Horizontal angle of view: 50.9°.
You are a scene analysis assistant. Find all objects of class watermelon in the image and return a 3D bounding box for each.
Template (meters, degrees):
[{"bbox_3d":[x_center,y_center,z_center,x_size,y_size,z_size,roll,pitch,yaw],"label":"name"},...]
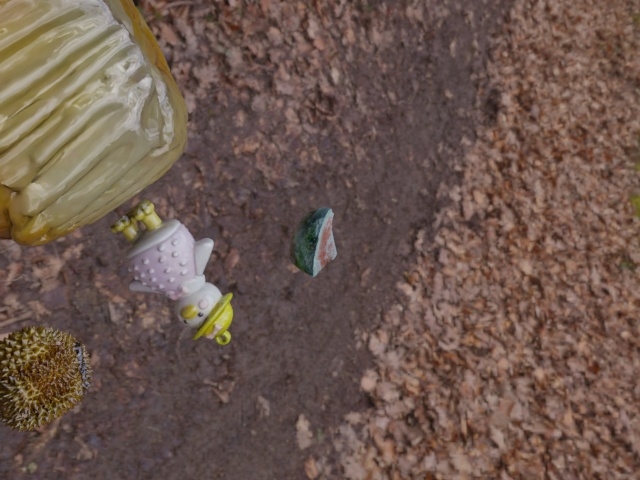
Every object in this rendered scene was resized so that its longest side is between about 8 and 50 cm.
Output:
[{"bbox_3d":[0.000,0.000,0.824,0.061,0.085,0.085,25,60,-33],"label":"watermelon"}]

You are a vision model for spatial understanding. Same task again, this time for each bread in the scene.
[{"bbox_3d":[-0.245,-0.185,0.434,0.388,0.183,0.236,60,1,-4],"label":"bread"}]

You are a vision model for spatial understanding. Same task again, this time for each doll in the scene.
[{"bbox_3d":[-0.173,0.045,0.822,0.207,0.129,0.081,56,19,-15],"label":"doll"}]

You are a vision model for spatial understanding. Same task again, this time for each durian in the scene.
[{"bbox_3d":[-0.444,0.209,1.058,0.168,0.137,0.158,-29,109,-7],"label":"durian"}]
